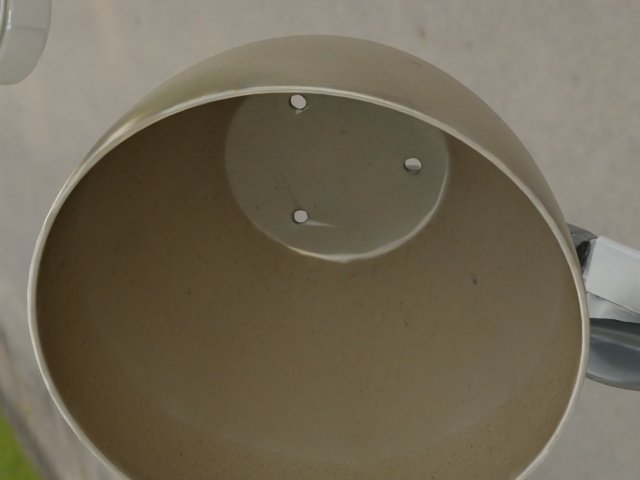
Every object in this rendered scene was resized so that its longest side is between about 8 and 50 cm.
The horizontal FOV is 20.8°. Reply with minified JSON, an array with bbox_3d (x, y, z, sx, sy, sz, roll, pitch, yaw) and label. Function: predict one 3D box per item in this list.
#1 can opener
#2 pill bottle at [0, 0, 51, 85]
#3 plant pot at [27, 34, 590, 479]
[{"bbox_3d":[0.139,0.024,1.143,0.283,0.095,0.076,24,112,34],"label":"can opener"},{"bbox_3d":[-0.303,-0.163,1.164,0.131,0.229,0.131,-2,87,48],"label":"pill bottle"},{"bbox_3d":[0.000,0.000,0.954,0.191,0.284,0.284,-81,-11,-58],"label":"plant pot"}]
